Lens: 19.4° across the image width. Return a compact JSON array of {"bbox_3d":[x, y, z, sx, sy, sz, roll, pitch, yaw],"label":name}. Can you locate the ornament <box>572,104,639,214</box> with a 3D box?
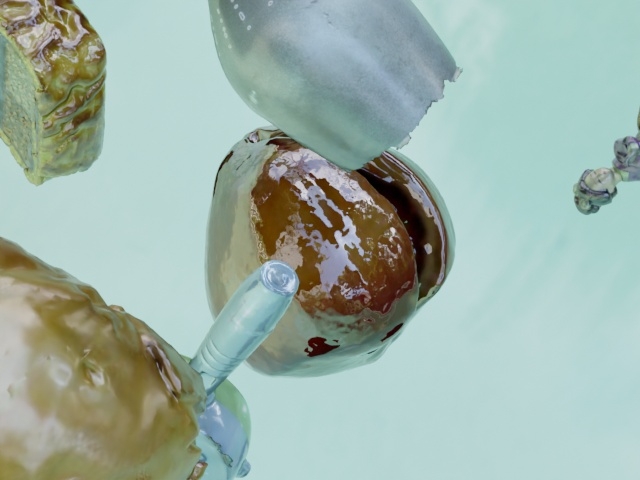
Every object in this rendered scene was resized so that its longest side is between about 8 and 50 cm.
[{"bbox_3d":[0.286,-0.086,1.560,0.088,0.203,0.081,56,22,19],"label":"ornament"}]

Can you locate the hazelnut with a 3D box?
[{"bbox_3d":[0.000,0.000,1.536,0.217,0.217,0.251,38,27,6],"label":"hazelnut"}]

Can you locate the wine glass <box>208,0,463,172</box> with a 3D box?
[{"bbox_3d":[-0.032,-0.155,1.183,0.241,0.126,0.126,40,49,-11],"label":"wine glass"}]

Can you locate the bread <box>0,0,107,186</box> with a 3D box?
[{"bbox_3d":[-0.290,-0.173,1.916,0.096,0.222,0.181,-29,66,-24],"label":"bread"}]

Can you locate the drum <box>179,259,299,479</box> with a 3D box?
[{"bbox_3d":[-0.060,0.096,1.162,0.130,0.253,0.049,37,49,-21],"label":"drum"}]

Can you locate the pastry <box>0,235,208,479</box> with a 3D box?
[{"bbox_3d":[-0.208,0.069,0.848,0.310,0.255,0.162,29,67,-4],"label":"pastry"}]
